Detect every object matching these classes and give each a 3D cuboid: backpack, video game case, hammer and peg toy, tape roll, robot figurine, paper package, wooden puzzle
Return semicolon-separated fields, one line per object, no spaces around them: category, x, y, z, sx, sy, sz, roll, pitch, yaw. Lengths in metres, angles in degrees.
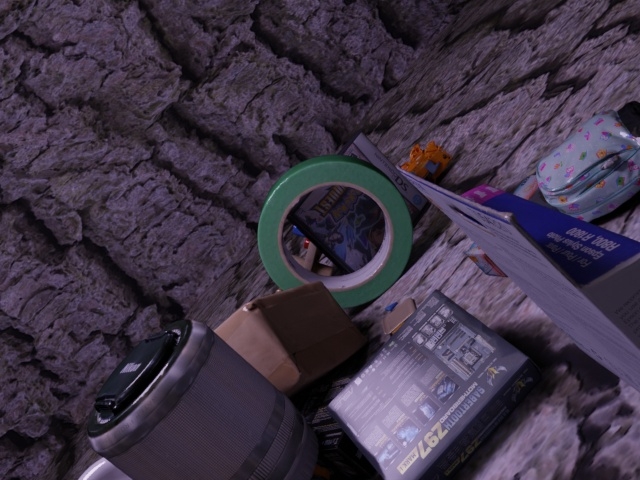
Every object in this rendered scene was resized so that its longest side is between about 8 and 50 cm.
backpack;0.411;-0.109;0.983;0.182;0.115;0.152;-42;17;29
video game case;0.093;-0.069;1.536;0.274;0.248;0.035;-52;16;-21
hammer and peg toy;0.000;0.000;1.751;0.266;0.128;0.361;-64;-10;-60
tape roll;0.030;-0.016;1.418;0.321;0.321;0.077;-44;15;11
robot figurine;0.197;-0.121;1.718;0.291;0.085;0.211;-48;12;-6
paper package;-0.118;0.241;1.254;0.325;0.168;0.309;-41;-13;22
wooden puzzle;0.148;0.144;1.268;0.079;0.014;0.116;-37;16;19

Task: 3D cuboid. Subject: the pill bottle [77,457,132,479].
pill bottle;-0.324;0.484;1.165;0.210;0.210;0.363;-54;-1;-28

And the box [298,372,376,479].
box;0.029;0.293;1.057;0.180;0.077;0.147;-30;21;48

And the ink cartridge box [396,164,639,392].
ink cartridge box;0.239;0.038;0.622;0.071;0.330;0.324;-46;14;4

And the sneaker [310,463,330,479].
sneaker;-0.063;0.420;0.984;0.215;0.084;0.083;-49;31;16

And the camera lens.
camera lens;-0.165;0.264;0.953;0.219;0.274;0.219;-40;18;16

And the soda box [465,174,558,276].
soda box;0.325;-0.025;1.120;0.183;0.058;0.063;-48;14;-11

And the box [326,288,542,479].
box;0.142;0.200;0.884;0.232;0.059;0.183;-48;39;-3
